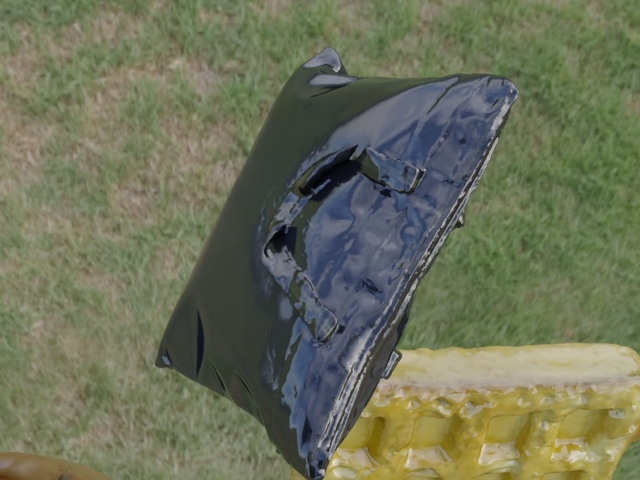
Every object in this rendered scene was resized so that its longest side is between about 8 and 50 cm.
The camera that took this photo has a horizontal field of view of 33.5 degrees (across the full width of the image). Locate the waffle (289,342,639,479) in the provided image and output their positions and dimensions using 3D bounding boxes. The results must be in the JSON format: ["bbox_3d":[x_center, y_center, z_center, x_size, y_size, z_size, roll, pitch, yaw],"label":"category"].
[{"bbox_3d":[0.110,0.153,0.825,0.274,0.168,0.057,0,40,-10],"label":"waffle"}]

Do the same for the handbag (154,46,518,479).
[{"bbox_3d":[0.000,0.000,0.659,0.211,0.089,0.254,25,85,55],"label":"handbag"}]

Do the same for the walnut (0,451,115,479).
[{"bbox_3d":[-0.102,0.188,0.376,0.203,0.203,0.298,-47,35,-22],"label":"walnut"}]
